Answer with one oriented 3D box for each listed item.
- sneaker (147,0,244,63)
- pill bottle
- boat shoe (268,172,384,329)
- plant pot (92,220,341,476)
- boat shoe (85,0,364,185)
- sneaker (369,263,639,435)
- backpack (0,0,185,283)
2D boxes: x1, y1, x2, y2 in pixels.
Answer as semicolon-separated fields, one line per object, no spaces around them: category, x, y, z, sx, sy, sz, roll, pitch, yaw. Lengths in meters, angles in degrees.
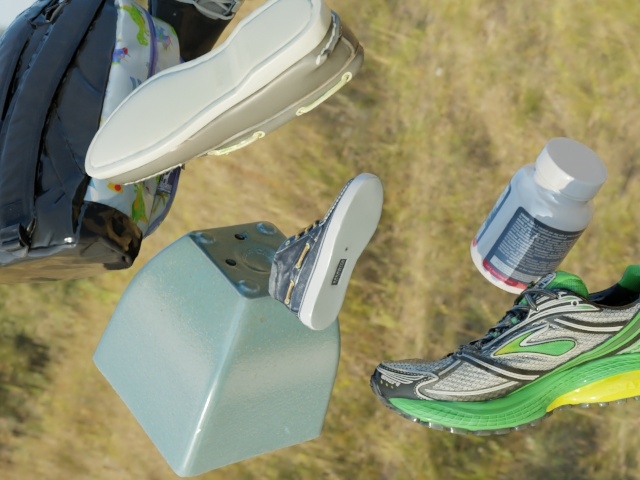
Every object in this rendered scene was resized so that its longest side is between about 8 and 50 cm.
sneaker;-0.117;-0.369;1.483;0.146;0.122;0.330;36;107;47
pill bottle;0.265;-0.031;1.379;0.108;0.108;0.180;-88;19;-47
boat shoe;0.000;0.000;1.256;0.083;0.065;0.183;32;106;37
plant pot;-0.120;0.117;1.535;0.248;0.247;0.252;45;128;34
boat shoe;-0.098;-0.129;1.116;0.305;0.091;0.109;-29;48;24
sneaker;0.216;0.108;1.213;0.134;0.343;0.146;-135;32;-78
backpack;-0.291;-0.132;1.365;0.290;0.273;0.355;-9;76;37
